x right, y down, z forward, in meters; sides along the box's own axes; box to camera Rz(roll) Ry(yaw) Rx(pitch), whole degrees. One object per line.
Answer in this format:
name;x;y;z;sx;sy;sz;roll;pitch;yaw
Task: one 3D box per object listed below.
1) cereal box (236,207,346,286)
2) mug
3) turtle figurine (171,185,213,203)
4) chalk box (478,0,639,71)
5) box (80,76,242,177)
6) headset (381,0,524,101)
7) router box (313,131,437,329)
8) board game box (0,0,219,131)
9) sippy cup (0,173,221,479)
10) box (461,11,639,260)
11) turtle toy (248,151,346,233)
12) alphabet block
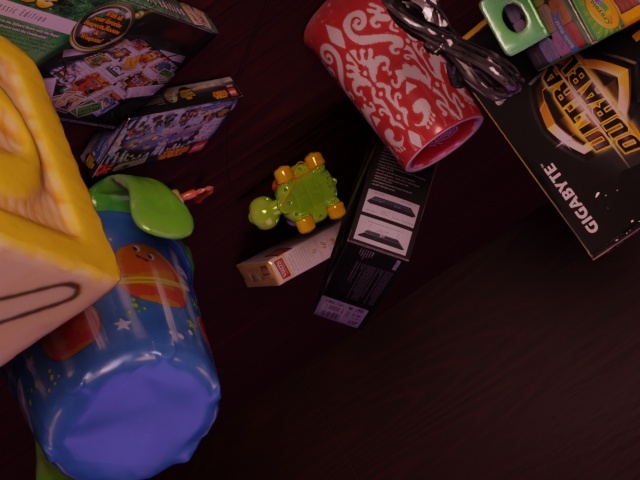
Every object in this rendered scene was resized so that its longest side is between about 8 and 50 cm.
cereal box;0.000;0.000;1.523;0.240;0.047;0.173;-28;-174;-21
mug;0.089;-0.167;0.958;0.150;0.169;0.113;-25;164;-28
turtle figurine;-0.237;0.043;1.142;0.217;0.087;0.269;-18;161;-47
chalk box;0.271;-0.272;1.024;0.213;0.132;0.132;-31;-175;-13
box;-0.150;-0.108;0.927;0.137;0.027;0.094;-20;163;-43
headset;0.209;-0.293;0.751;0.394;0.185;0.243;-44;167;-3
router box;0.079;-0.041;1.294;0.309;0.081;0.243;112;-4;-69
board game box;-0.190;-0.142;0.714;0.136;0.030;0.259;-35;167;19
sippy cup;-0.208;0.107;0.950;0.240;0.224;0.306;-24;132;-12
box;0.346;-0.179;1.179;0.257;0.322;0.079;-37;168;20
turtle toy;-0.034;-0.055;1.286;0.130;0.095;0.066;-25;-174;-24
alphabet block;-0.265;-0.019;0.548;0.197;0.193;0.192;-33;157;12
